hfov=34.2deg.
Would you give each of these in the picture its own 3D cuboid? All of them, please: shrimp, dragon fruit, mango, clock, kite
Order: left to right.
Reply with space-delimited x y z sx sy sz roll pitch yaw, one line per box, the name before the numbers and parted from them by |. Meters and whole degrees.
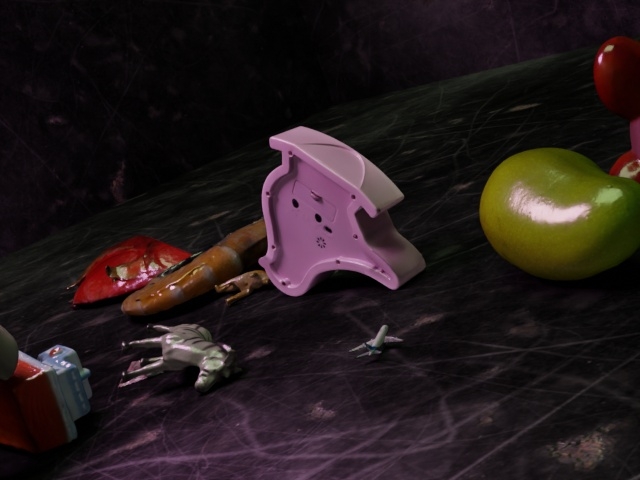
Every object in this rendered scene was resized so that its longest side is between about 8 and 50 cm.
dragon fruit | -0.423 0.059 2.256 0.282 0.100 0.343 -29 14 -20
kite | -0.256 0.191 1.620 0.156 0.011 0.139 -30 18 -37
shrimp | -0.203 0.041 2.041 0.445 0.085 0.272 -32 10 -36
clock | 0.031 -0.005 1.655 0.290 0.275 0.080 34 41 28
mango | 0.315 -0.033 1.354 0.175 0.143 0.293 -62 24 -2

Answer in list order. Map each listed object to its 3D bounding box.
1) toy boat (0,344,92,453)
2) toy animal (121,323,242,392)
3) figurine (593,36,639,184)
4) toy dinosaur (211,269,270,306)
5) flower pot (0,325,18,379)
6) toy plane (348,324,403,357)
toy boat | -0.444 0.206 1.519 0.133 0.145 0.331 -29 21 -37
toy animal | -0.193 0.161 1.510 0.176 0.074 0.217 -4 7 4
figurine | 0.520 -0.158 1.404 0.261 0.270 0.211 -3 13 26
toy dinosaur | -0.128 0.074 1.866 0.126 0.039 0.162 -24 7 -13
flower pot | -0.572 0.239 1.338 0.367 0.164 0.254 -14 52 21
toy plane | 0.074 0.130 1.333 0.077 0.024 0.084 -15 7 25
